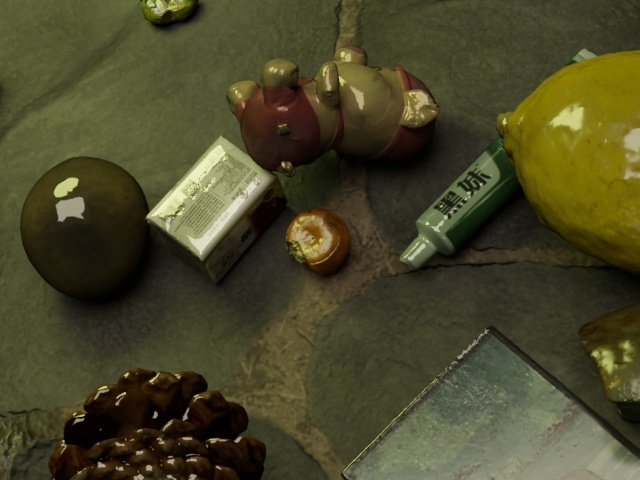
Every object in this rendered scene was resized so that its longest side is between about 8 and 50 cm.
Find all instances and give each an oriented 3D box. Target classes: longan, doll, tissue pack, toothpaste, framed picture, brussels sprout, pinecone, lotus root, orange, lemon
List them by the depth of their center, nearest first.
[{"bbox_3d":[0.451,0.129,1.535,0.314,0.142,0.210,-7,61,9],"label":"lotus root"},{"bbox_3d":[-0.186,0.257,1.569,0.264,0.264,0.264,-6,62,11],"label":"pinecone"},{"bbox_3d":[0.228,0.290,1.577,0.265,0.016,0.347,-43,61,-9],"label":"framed picture"},{"bbox_3d":[0.379,-0.089,1.594,0.316,0.285,0.285,3,62,-8],"label":"lemon"},{"bbox_3d":[0.244,-0.100,1.748,0.392,0.061,0.098,-44,60,-12],"label":"toothpaste"},{"bbox_3d":[0.000,0.000,1.756,0.086,0.062,0.086,-5,76,20],"label":"orange"},{"bbox_3d":[0.020,-0.170,1.760,0.255,0.152,0.196,-3,26,-24],"label":"doll"},{"bbox_3d":[-0.132,-0.038,1.785,0.106,0.099,0.149,36,76,23],"label":"tissue pack"},{"bbox_3d":[-0.304,-0.017,1.788,0.167,0.167,0.187,-9,88,9],"label":"longan"},{"bbox_3d":[-0.219,-0.339,1.994,0.083,0.046,0.051,-7,68,9],"label":"brussels sprout"}]
